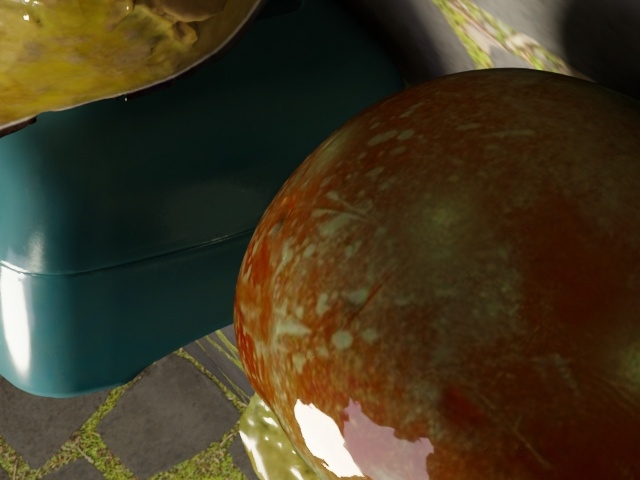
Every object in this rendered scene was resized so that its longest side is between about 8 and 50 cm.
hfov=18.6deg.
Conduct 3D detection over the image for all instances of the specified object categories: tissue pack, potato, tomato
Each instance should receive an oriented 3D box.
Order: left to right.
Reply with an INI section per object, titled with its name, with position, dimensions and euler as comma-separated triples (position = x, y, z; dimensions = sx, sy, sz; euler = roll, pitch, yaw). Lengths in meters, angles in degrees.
[potato]
position = -0.185, -0.190, 0.989
dimensions = 0.196, 0.300, 0.246
euler = 71, -174, -56
[tissue pack]
position = -0.092, -0.054, 1.141
dimensions = 0.198, 0.287, 0.206
euler = 41, 139, 40
[tomato]
position = 0.102, 0.038, 0.902
dimensions = 0.270, 0.222, 0.270
euler = 31, -175, -3

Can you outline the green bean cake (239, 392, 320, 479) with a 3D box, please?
[green bean cake]
position = 0.100, 0.112, 1.168
dimensions = 0.233, 0.236, 0.124
euler = 46, -155, 15
